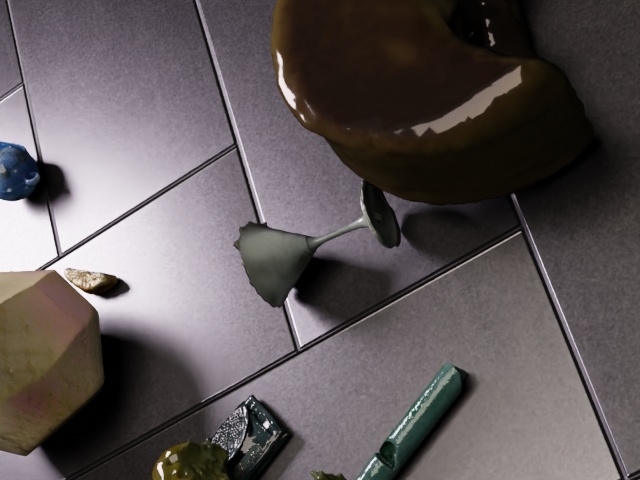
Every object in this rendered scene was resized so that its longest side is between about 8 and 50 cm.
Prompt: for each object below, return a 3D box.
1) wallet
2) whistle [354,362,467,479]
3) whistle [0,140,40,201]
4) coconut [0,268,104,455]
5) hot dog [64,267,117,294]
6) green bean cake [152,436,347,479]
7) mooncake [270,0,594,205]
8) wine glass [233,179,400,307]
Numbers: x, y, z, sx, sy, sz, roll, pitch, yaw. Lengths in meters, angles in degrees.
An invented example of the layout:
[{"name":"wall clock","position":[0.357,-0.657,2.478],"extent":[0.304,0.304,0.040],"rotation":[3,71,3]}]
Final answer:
[{"name":"wallet","position":[-0.105,0.265,1.825],"extent":[0.129,0.026,0.088],"rotation":[-53,52,6]},{"name":"whistle","position":[0.107,0.223,1.691],"extent":[0.186,0.039,0.039],"rotation":[-52,52,6]},{"name":"whistle","position":[-0.480,-0.103,2.191],"extent":[0.158,0.090,0.090],"rotation":[11,79,37]},{"name":"coconut","position":[-0.421,0.153,1.963],"extent":[0.259,0.259,0.259],"rotation":[-13,65,30]},{"name":"hot dog","position":[-0.328,0.060,2.057],"extent":[0.090,0.030,0.034],"rotation":[6,84,36]},{"name":"green bean cake","position":[-0.098,0.358,1.705],"extent":[0.236,0.124,0.232],"rotation":[7,78,29]},{"name":"mooncake","position":[0.148,-0.247,1.717],"extent":[0.393,0.246,0.394],"rotation":[14,75,28]},{"name":"wine glass","position":[0.000,0.000,1.806],"extent":[0.183,0.122,0.122],"rotation":[-23,60,24]}]
